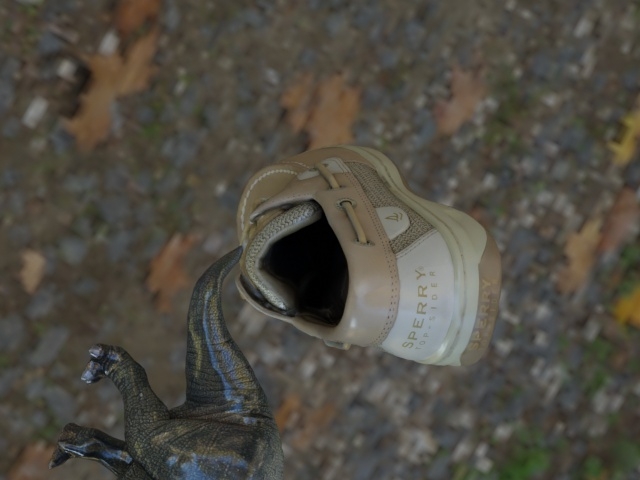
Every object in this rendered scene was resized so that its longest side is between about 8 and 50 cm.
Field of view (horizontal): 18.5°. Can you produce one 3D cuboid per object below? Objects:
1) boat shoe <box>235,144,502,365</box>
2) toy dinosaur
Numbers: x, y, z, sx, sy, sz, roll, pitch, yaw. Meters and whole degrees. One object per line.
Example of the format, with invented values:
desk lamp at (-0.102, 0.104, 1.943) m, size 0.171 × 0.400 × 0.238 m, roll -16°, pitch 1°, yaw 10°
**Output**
boat shoe at (0.000, 0.000, 1.307) m, size 0.110 × 0.341 × 0.122 m, roll 4°, pitch 97°, yaw -23°
toy dinosaur at (-0.092, 0.160, 1.175) m, size 0.121 × 0.160 × 0.313 m, roll 105°, pitch 10°, yaw -67°
